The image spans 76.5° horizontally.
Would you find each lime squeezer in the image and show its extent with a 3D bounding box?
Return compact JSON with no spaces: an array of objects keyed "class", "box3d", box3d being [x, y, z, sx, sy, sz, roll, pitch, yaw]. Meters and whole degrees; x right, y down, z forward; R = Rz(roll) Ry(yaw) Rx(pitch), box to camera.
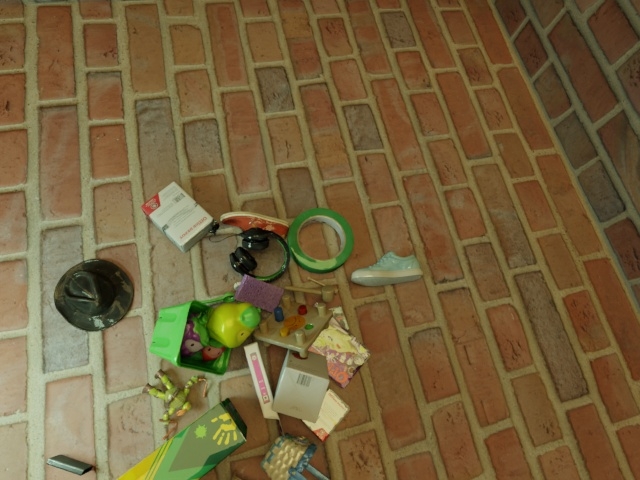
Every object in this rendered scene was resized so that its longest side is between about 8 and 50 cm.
[{"class":"lime squeezer","box3d":[-0.382,0.288,1.816,0.310,0.059,0.110,21,28,-4]}]

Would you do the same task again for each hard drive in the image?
[{"class":"hard drive","box3d":[-0.936,0.840,1.519,0.135,0.094,0.022,20,69,-2]}]

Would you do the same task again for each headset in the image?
[{"class":"headset","box3d":[-0.331,0.035,1.877,0.394,0.185,0.243,28,98,-15]}]

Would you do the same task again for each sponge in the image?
[{"class":"sponge","box3d":[-0.272,0.239,1.811,0.210,0.031,0.117,28,82,-34]}]

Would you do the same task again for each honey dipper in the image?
[{"class":"honey dipper","box3d":[0.008,0.212,1.940,0.161,0.030,0.030,24,68,3]}]

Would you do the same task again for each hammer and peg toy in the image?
[{"class":"hammer and peg toy","box3d":[-0.091,0.329,1.751,0.266,0.127,0.361,8,31,27]}]

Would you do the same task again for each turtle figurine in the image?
[{"class":"turtle figurine","box3d":[-0.611,0.643,1.648,0.217,0.087,0.269,34,69,4]}]

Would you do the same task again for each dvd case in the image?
[{"class":"dvd case","box3d":[0.075,0.373,1.899,0.087,0.013,0.119,-16,73,-14]}]

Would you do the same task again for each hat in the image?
[{"class":"hat","box3d":[-0.978,0.215,1.722,0.331,0.134,0.331,3,69,-8]}]

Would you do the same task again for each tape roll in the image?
[{"class":"tape roll","box3d":[0.000,0.000,1.991,0.321,0.077,0.321,3,69,-9]}]

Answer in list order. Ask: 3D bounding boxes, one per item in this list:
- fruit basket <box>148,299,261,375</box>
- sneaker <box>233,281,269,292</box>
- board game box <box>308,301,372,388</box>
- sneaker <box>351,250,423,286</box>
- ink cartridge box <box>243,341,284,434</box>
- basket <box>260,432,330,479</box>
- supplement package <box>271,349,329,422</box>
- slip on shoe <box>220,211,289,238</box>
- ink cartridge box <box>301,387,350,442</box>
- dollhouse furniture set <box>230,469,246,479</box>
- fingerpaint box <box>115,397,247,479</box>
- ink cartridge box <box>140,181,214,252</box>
[{"class":"fruit basket","box3d":[-0.415,0.376,1.605,0.392,0.392,0.283,11,69,-5]},{"class":"sneaker","box3d":[-0.307,0.231,1.845,0.170,0.063,0.075,4,41,-16]},{"class":"board game box","box3d":[0.039,0.467,1.834,0.347,0.056,0.208,42,79,7]},{"class":"sneaker","box3d":[0.312,0.132,1.975,0.366,0.135,0.150,-2,62,-19]},{"class":"ink cartridge box","box3d":[-0.236,0.612,1.673,0.069,0.176,0.371,-18,74,-15]},{"class":"basket","box3d":[-0.072,0.883,1.560,0.289,0.255,0.201,36,75,15]},{"class":"supplement package","box3d":[-0.076,0.564,1.633,0.177,0.293,0.175,17,91,-2]},{"class":"slip on shoe","box3d":[-0.317,-0.067,1.946,0.331,0.123,0.101,12,72,-10]},{"class":"ink cartridge box","box3d":[0.021,0.738,1.724,0.127,0.072,0.175,43,69,8]},{"class":"dollhouse furniture set","box3d":[-0.319,1.019,1.556,0.129,0.129,0.183,24,92,-1]},{"class":"fingerpaint box","box3d":[-0.454,0.749,1.443,0.371,0.445,0.163,-33,79,-19]},{"class":"ink cartridge box","box3d":[-0.660,-0.107,1.901,0.273,0.114,0.197,42,68,8]}]
